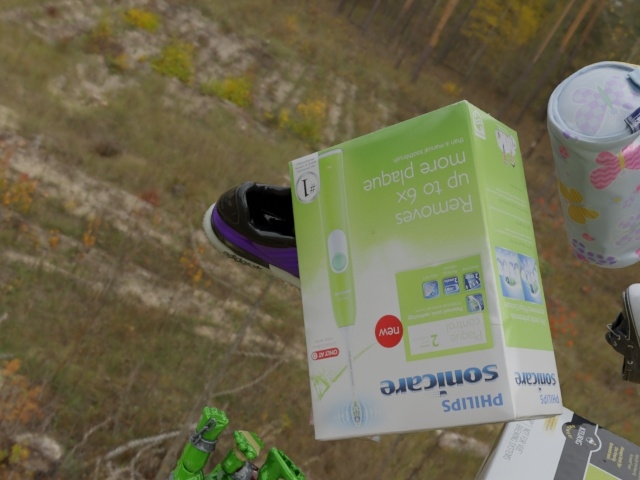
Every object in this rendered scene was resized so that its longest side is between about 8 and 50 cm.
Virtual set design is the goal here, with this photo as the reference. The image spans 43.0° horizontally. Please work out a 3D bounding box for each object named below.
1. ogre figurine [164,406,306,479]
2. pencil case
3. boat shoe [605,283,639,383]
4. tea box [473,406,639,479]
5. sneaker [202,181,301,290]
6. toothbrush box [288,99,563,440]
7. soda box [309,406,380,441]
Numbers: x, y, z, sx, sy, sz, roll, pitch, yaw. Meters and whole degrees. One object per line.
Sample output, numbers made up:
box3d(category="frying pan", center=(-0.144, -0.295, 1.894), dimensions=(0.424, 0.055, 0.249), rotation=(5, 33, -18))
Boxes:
box3d(category="ogre figurine", center=(-0.100, 0.293, 0.980), dimensions=(0.197, 0.118, 0.097), rotation=(40, 10, -45))
box3d(category="pencil case", center=(0.338, -0.081, 0.949), dimensions=(0.113, 0.124, 0.273), rotation=(43, -12, 38))
box3d(category="boat shoe", center=(0.498, 0.156, 1.305), dimensions=(0.228, 0.076, 0.080), rotation=(59, 34, -42))
box3d(category="tea box", center=(0.331, 0.418, 1.037), dimensions=(0.323, 0.220, 0.329), rotation=(26, 31, 16))
box3d(category="sneaker", center=(0.000, 0.001, 1.065), dimensions=(0.293, 0.146, 0.102), rotation=(18, 61, -15))
box3d(category="toothbrush box", center=(0.095, 0.039, 0.784), dimensions=(0.122, 0.206, 0.283), rotation=(12, 68, -53))
box3d(category="soda box", center=(0.044, 0.273, 1.263), dimensions=(0.063, 0.058, 0.183), rotation=(3, -17, 22))
